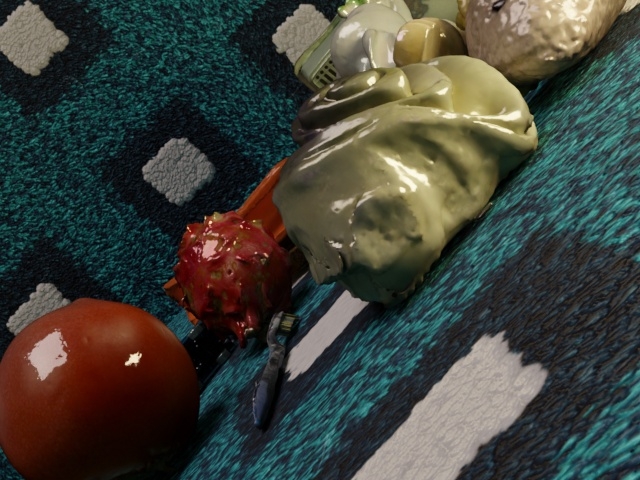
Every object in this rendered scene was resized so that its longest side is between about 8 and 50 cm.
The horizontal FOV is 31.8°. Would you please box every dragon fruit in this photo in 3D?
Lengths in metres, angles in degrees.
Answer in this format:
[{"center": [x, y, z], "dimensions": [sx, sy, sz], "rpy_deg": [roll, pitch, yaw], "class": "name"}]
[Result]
[{"center": [-0.139, 0.073, 1.927], "dimensions": [0.268, 0.210, 0.205], "rpy_deg": [63, 142, 43], "class": "dragon fruit"}]

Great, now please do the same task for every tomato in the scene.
[{"center": [-0.349, 0.243, 1.738], "dimensions": [0.321, 0.321, 0.321], "rpy_deg": [-47, 7, 7], "class": "tomato"}]

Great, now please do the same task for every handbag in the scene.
[{"center": [-0.107, -0.009, 2.248], "dimensions": [0.410, 0.116, 0.303], "rpy_deg": [-45, -9, 22], "class": "handbag"}]

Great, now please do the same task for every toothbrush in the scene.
[{"center": [-0.067, 0.174, 1.582], "dimensions": [0.413, 0.042, 0.035], "rpy_deg": [-76, -8, -74], "class": "toothbrush"}]

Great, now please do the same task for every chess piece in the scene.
[{"center": [0.187, -0.267, 1.662], "dimensions": [0.117, 0.117, 0.397], "rpy_deg": [-46, -11, 16], "class": "chess piece"}]

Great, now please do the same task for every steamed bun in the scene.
[{"center": [0.079, -0.103, 1.393], "dimensions": [0.346, 0.237, 0.394], "rpy_deg": [-43, 8, 33], "class": "steamed bun"}]

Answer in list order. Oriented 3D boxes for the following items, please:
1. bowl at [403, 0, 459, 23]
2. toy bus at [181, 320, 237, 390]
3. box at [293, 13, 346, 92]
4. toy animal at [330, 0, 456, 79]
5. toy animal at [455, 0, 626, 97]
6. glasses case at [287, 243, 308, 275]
[{"center": [0.212, -0.502, 2.215], "dimensions": [0.196, 0.435, 0.435], "rpy_deg": [-60, 0, 31], "class": "bowl"}, {"center": [-0.250, 0.241, 2.101], "dimensions": [0.184, 0.090, 0.106], "rpy_deg": [-50, 6, -33], "class": "toy bus"}, {"center": [0.112, -0.342, 2.345], "dimensions": [0.220, 0.290, 0.166], "rpy_deg": [-46, 21, 15], "class": "box"}, {"center": [0.135, -0.315, 1.968], "dimensions": [0.310, 0.247, 0.182], "rpy_deg": [4, -58, -45], "class": "toy animal"}, {"center": [0.304, -0.333, 1.514], "dimensions": [0.226, 0.188, 0.358], "rpy_deg": [-29, 19, 53], "class": "toy animal"}, {"center": [0.000, 0.000, 2.068], "dimensions": [0.075, 0.049, 0.218], "rpy_deg": [-48, 6, -33], "class": "glasses case"}]
